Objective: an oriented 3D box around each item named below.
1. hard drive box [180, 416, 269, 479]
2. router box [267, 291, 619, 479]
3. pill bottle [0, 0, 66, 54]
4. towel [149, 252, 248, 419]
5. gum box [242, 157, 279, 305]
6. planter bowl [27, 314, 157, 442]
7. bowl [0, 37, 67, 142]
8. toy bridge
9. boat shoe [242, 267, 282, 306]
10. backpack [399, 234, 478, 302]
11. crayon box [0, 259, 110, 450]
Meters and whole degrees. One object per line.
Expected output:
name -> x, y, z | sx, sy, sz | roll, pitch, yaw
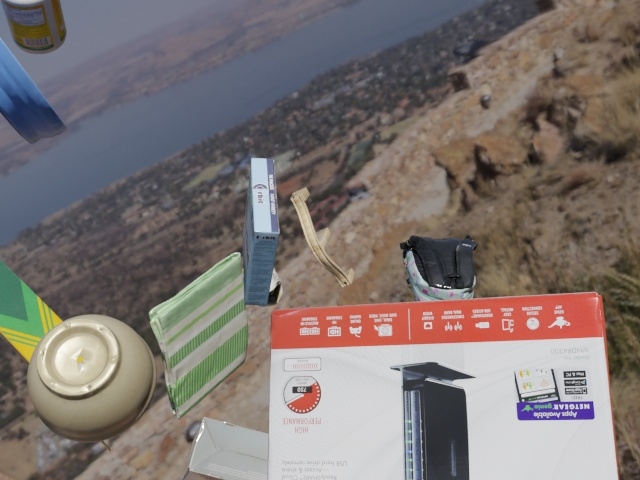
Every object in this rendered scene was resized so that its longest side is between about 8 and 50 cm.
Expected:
hard drive box -> -0.139, 0.391, 1.315 | 0.232, 0.181, 0.089 | 121, 164, -61
router box -> 0.117, 0.214, 0.760 | 0.335, 0.301, 0.082 | -5, -18, 15
pill bottle -> -0.603, -0.500, 1.591 | 0.117, 0.117, 0.208 | -34, -20, -23
towel -> -0.252, 0.211, 1.663 | 0.038, 0.325, 0.248 | 27, 47, 30
gum box -> -0.099, -0.012, 1.232 | 0.041, 0.184, 0.157 | 3, 50, -10
planter bowl -> -0.293, 0.160, 0.959 | 0.162, 0.162, 0.109 | -32, -20, -19
bowl -> -0.604, -0.341, 1.366 | 0.077, 0.391, 0.391 | -37, 21, -11
toy bridge -> 0.000, 0.000, 1.286 | 0.026, 0.188, 0.063 | -23, 19, 23
boat shoe -> -0.136, 0.115, 1.811 | 0.098, 0.096, 0.277 | -33, -9, -4
backpack -> 0.235, 0.072, 1.465 | 0.151, 0.115, 0.182 | -4, 32, 0
crayon box -> -0.442, 0.188, 1.266 | 0.083, 0.323, 0.203 | -43, -17, -22
